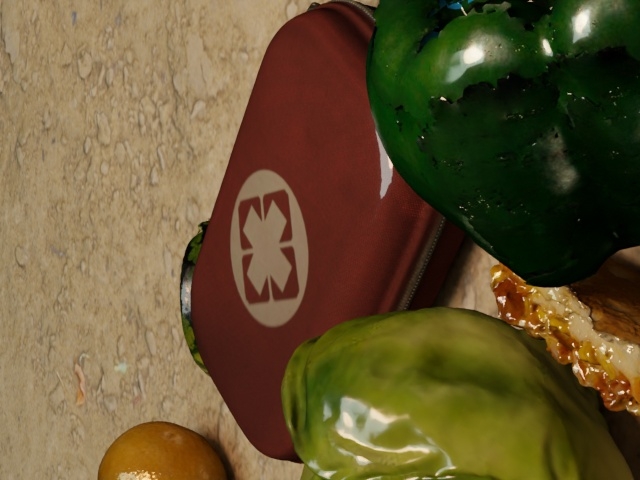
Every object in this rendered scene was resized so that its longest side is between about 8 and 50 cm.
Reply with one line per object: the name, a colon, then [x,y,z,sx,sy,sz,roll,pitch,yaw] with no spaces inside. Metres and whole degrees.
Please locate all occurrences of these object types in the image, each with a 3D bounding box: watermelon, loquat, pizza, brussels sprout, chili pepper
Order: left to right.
loquat: [-0.160,0.255,1.545,0.141,0.141,0.141,7,99,57]
watermelon: [-0.111,0.056,1.508,0.087,0.069,0.163,-9,83,56]
brussels sprout: [0.091,0.184,1.056,0.294,0.227,0.259,36,126,18]
chili pepper: [0.163,-0.103,0.884,0.233,0.257,0.249,10,62,37]
pizza: [0.189,0.058,0.991,0.246,0.127,0.058,36,115,35]

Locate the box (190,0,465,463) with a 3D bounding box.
box: [0.000,0.000,1.293,0.263,0.108,0.404,55,136,40]
